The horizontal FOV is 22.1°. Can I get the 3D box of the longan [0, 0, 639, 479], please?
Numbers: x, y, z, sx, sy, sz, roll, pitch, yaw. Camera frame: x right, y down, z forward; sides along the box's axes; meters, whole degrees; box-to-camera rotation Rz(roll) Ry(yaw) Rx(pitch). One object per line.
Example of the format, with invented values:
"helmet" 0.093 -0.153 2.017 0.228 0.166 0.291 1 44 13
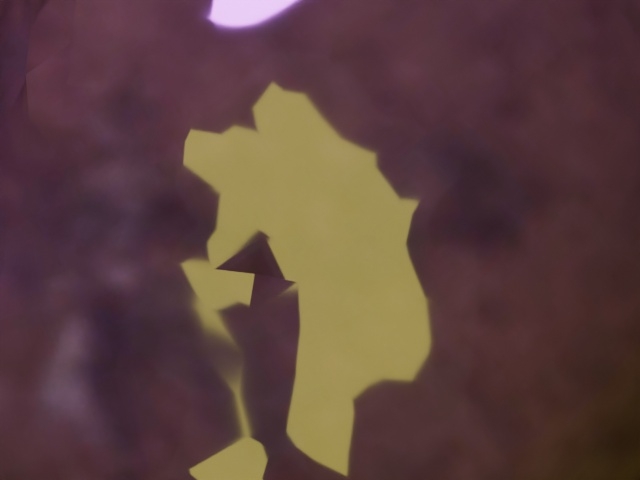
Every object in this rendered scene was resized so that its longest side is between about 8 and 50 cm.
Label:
"longan" 0.005 0.006 0.788 0.404 0.404 0.435 22 98 1
